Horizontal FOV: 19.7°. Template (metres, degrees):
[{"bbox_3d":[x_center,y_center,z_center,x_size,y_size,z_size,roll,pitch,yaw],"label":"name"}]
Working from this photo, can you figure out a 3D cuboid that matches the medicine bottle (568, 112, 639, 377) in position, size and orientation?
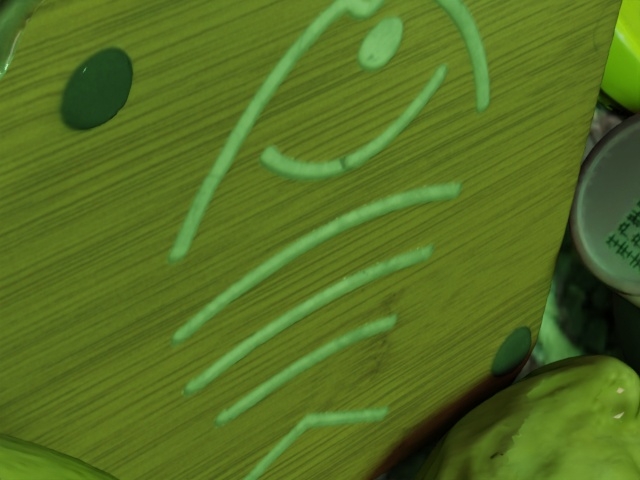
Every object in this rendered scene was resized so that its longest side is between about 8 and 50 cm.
[{"bbox_3d":[0.183,0.012,0.773,0.188,0.094,0.119,29,63,-49],"label":"medicine bottle"}]

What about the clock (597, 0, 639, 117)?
[{"bbox_3d":[0.190,-0.191,0.828,0.277,0.071,0.293,32,69,-34],"label":"clock"}]

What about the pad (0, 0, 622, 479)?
[{"bbox_3d":[0.000,0.000,0.598,0.286,0.018,0.284,-29,141,-37],"label":"pad"}]

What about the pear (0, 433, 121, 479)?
[{"bbox_3d":[-0.106,0.194,0.429,0.309,0.309,0.309,2,87,-39],"label":"pear"}]

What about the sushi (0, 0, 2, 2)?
[{"bbox_3d":[-0.034,-0.121,0.604,0.126,0.136,0.225,6,92,-37],"label":"sushi"}]

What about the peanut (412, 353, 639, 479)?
[{"bbox_3d":[0.113,0.164,0.726,0.196,0.110,0.233,-11,97,-39],"label":"peanut"}]
